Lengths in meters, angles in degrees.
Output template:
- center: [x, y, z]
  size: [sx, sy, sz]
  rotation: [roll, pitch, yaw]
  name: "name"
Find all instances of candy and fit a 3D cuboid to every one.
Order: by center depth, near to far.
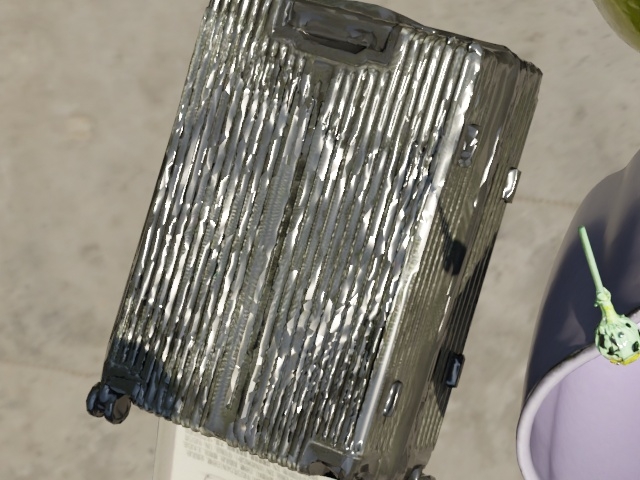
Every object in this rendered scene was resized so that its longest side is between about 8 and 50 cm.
- center: [0.139, 0.027, 0.824]
  size: [0.023, 0.025, 0.083]
  rotation: [-5, 126, 25]
  name: "candy"

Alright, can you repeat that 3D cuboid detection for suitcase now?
- center: [0.000, 0.000, 1.184]
  size: [0.230, 0.152, 0.335]
  rotation: [18, 94, 26]
  name: "suitcase"

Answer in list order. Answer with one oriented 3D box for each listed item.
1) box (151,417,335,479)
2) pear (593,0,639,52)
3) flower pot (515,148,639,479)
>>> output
- center: [-0.030, 0.239, 1.544]
  size: [0.273, 0.265, 0.048]
  rotation: [29, 130, -24]
  name: "box"
- center: [0.358, -0.278, 1.357]
  size: [0.287, 0.375, 0.287]
  rotation: [29, 125, 51]
  name: "pear"
- center: [0.256, 0.059, 1.066]
  size: [0.265, 0.243, 0.265]
  rotation: [4, 129, 5]
  name: "flower pot"
